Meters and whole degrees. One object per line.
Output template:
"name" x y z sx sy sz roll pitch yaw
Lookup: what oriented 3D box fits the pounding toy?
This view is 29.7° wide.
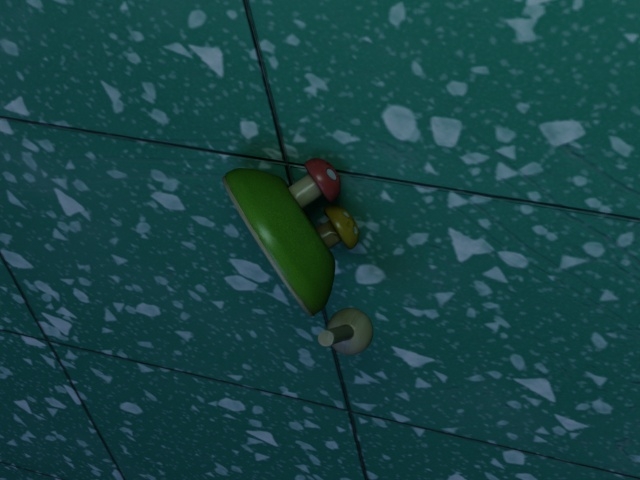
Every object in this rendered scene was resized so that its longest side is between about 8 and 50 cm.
"pounding toy" 0.000 0.000 1.312 0.237 0.110 0.183 57 -178 14
